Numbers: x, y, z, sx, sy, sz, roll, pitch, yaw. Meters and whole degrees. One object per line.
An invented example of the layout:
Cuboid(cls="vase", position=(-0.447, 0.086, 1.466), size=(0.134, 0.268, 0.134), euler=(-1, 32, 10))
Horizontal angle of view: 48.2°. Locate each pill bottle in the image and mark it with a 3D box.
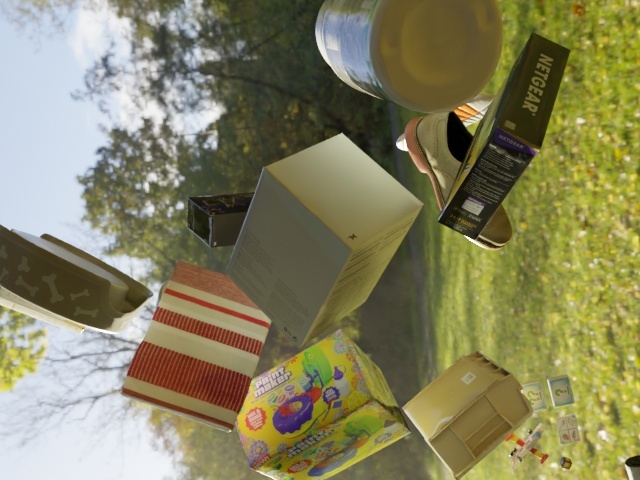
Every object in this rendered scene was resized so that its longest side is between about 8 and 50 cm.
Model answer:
Cuboid(cls="pill bottle", position=(0.119, -0.328, 1.138), size=(0.361, 0.204, 0.204), euler=(-128, 29, -66))

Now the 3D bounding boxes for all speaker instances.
Cuboid(cls="speaker", position=(0.694, 0.530, 1.524), size=(0.055, 0.055, 0.136), euler=(-87, -22, -85))

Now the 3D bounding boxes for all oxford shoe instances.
Cuboid(cls="oxford shoe", position=(0.316, -0.121, 1.513), size=(0.348, 0.123, 0.130), euler=(50, 151, -16))

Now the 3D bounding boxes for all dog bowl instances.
Cuboid(cls="dog bowl", position=(-0.508, 0.071, 1.412), size=(0.102, 0.348, 0.349), euler=(-63, -4, -5))

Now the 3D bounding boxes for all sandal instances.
Cuboid(cls="sandal", position=(0.296, -0.311, 1.753), size=(0.102, 0.265, 0.076), euler=(28, -137, -55))

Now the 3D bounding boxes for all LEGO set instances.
Cuboid(cls="LEGO set", position=(0.539, 0.462, 1.746), size=(0.060, 0.182, 0.244), euler=(-67, -37, -74))

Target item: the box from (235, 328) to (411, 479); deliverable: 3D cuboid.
Cuboid(cls="box", position=(0.000, 0.378, 1.561), size=(0.279, 0.290, 0.177), euler=(50, -169, -53))

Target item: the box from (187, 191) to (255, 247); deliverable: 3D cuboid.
Cuboid(cls="box", position=(-0.228, -0.065, 2.057), size=(0.184, 0.261, 0.103), euler=(35, 126, 52))

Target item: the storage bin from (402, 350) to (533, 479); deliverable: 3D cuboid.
Cuboid(cls="storage bin", position=(0.362, 0.420, 1.784), size=(0.123, 0.260, 0.262), euler=(51, 178, -7))

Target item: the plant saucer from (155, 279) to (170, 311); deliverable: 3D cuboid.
Cuboid(cls="plant saucer", position=(-0.458, 0.329, 2.415), size=(0.400, 0.100, 0.400), euler=(60, -170, -17))

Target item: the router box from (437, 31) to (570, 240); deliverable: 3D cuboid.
Cuboid(cls="router box", position=(0.328, -0.187, 1.276), size=(0.309, 0.081, 0.243), euler=(-61, -4, -41))

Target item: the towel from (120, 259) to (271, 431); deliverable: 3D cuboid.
Cuboid(cls="towel", position=(-0.239, 0.209, 1.469), size=(0.037, 0.237, 0.329), euler=(109, 179, -53))

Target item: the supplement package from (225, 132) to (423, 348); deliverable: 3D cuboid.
Cuboid(cls="supplement package", position=(0.000, 0.000, 1.217), size=(0.199, 0.198, 0.263), euler=(43, 136, 18))

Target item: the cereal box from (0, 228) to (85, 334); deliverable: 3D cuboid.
Cuboid(cls="cereal box", position=(-0.635, 0.095, 1.654), size=(0.047, 0.240, 0.173), euler=(-41, 29, 49))
